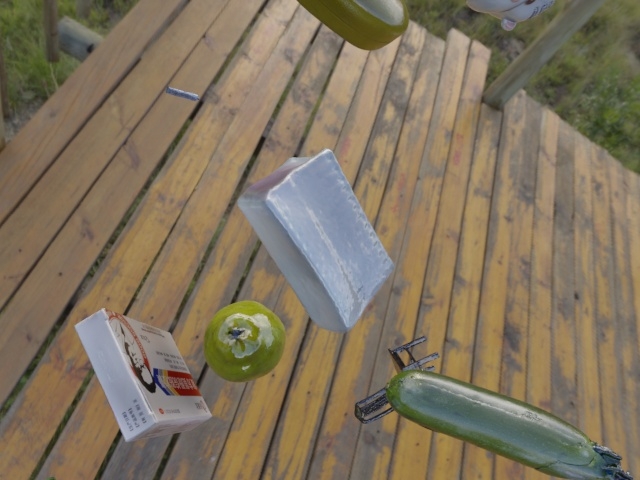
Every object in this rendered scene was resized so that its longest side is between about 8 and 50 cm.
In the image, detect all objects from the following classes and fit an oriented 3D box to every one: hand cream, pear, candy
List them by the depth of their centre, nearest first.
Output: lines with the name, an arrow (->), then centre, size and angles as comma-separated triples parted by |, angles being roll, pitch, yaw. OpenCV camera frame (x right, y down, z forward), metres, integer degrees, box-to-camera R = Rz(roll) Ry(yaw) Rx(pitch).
candy -> -0.003, 0.002, 1.141 | 0.208, 0.145, 0.358 | -47, 118, -32
pear -> -0.194, 0.259, 1.364 | 0.213, 0.269, 0.212 | 0, 75, 2
hand cream -> -0.381, -0.404, 1.468 | 0.093, 0.030, 0.019 | 6, 72, -31

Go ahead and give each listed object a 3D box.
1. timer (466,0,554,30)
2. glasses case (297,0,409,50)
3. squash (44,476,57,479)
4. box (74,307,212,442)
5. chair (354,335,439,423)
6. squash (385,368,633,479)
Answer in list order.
timer -> 0.236, -0.442, 0.696 | 0.315, 0.291, 0.290 | 59, 45, -28
glasses case -> 0.067, -0.609, 1.295 | 0.371, 0.141, 0.173 | 25, 63, -33
squash -> -0.463, 0.474, 0.838 | 0.122, 0.170, 0.170 | 55, 50, -15
box -> -0.321, 0.261, 1.011 | 0.069, 0.353, 0.214 | -31, 74, -5
chair -> 0.159, 0.306, 1.159 | 0.213, 0.084, 0.101 | -22, 112, -5
squash -> 0.250, 0.255, 0.729 | 0.332, 0.087, 0.087 | 16, 49, 18
